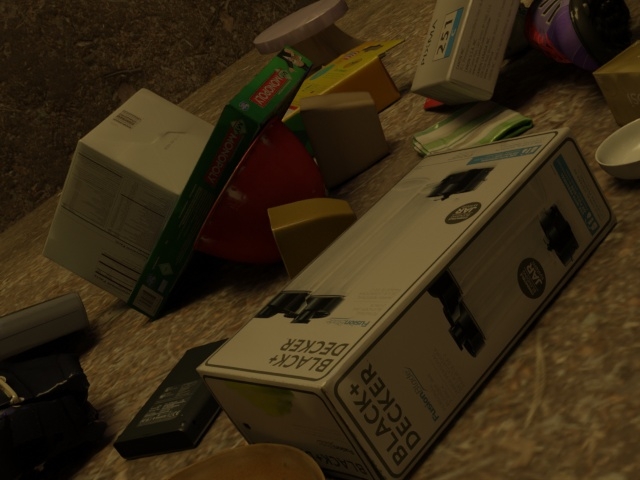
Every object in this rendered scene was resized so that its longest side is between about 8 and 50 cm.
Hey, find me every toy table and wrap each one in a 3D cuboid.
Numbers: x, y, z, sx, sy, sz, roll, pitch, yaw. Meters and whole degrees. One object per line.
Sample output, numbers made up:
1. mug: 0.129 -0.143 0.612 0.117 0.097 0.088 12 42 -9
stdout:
1. toy table: -0.006 -0.369 1.700 0.252 0.161 0.274 -34 19 -6

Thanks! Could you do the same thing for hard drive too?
1. hard drive: -0.119 0.139 0.788 0.094 0.022 0.135 -19 23 36

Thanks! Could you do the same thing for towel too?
1. towel: 0.171 -0.126 1.001 0.113 0.023 0.152 -33 18 2

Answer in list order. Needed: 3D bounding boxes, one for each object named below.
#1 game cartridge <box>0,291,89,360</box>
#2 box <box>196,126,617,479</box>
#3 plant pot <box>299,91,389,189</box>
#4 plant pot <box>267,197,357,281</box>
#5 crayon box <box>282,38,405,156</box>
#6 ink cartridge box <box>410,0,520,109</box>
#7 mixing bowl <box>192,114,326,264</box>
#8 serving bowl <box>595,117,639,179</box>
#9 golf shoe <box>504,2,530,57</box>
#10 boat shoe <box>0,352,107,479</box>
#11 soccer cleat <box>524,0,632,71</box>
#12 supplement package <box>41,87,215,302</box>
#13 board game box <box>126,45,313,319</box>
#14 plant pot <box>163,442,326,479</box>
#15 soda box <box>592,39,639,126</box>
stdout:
1. game cartridge: -0.437 0.130 1.187 0.196 0.060 0.294 -17 1 -36
2. box: 0.067 0.039 0.639 0.290 0.087 0.169 -43 20 -28
3. plant pot: 0.034 -0.145 1.157 0.096 0.109 0.109 -18 20 5
4. plant pot: 0.000 0.000 0.873 0.083 0.081 0.081 -20 18 -1
5. crayon box: -0.003 -0.218 1.430 0.318 0.081 0.202 -35 18 -5
6. ink cartridge box: 0.186 -0.320 1.091 0.261 0.066 0.297 -156 83 -78
7. mixing bowl: -0.057 -0.041 0.985 0.181 0.098 0.181 -58 3 5
8. serving bowl: 0.267 -0.074 0.697 0.083 0.027 0.083 -29 19 11
9. golf shoe: 0.252 -0.302 1.259 0.086 0.069 0.176 -39 17 -1
10. boat shoe: -0.329 0.181 0.917 0.158 0.127 0.340 -22 13 -24
11. soccer cleat: 0.286 -0.242 0.987 0.116 0.109 0.318 -25 15 27
12. supplement package: -0.253 -0.064 1.197 0.203 0.149 0.194 -61 1 33
13. board game box: -0.125 -0.072 1.073 0.317 0.046 0.213 -57 2 33
14. plant pot: -0.089 0.219 0.522 0.236 0.032 0.236 -29 18 10
15. soda box: 0.312 -0.131 0.719 0.058 0.061 0.181 -36 18 -9
